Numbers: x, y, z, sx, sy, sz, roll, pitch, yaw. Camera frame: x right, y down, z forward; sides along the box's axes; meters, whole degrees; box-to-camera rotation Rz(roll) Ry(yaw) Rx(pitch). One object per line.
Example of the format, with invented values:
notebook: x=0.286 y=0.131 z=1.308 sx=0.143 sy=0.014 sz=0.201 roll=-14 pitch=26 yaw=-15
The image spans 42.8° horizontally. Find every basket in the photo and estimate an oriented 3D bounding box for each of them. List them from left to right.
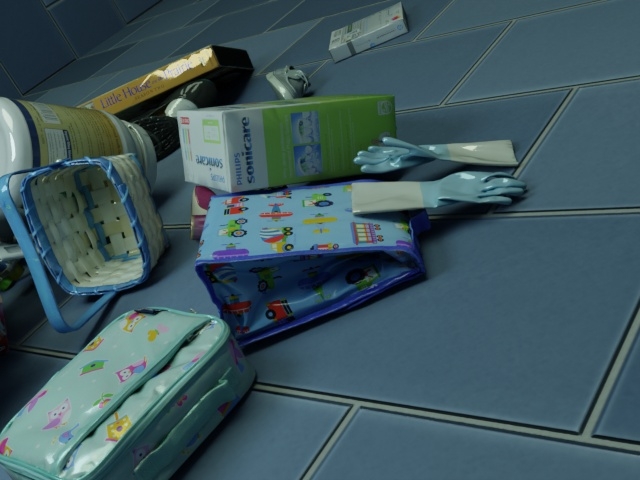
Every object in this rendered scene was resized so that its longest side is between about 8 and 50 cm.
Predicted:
basket: x=-0.384 y=-0.012 z=1.325 sx=0.201 sy=0.254 sz=0.289 roll=-13 pitch=12 yaw=17

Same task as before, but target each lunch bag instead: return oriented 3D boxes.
lunch bag: x=-0.220 y=0.191 z=0.954 sx=0.224 sy=0.107 sz=0.279 roll=0 pitch=38 yaw=44
lunch bag: x=0.000 y=0.000 z=1.089 sx=0.293 sy=0.138 sz=0.221 roll=-15 pitch=25 yaw=5

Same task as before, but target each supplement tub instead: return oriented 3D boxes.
supplement tub: x=-0.493 y=-0.143 z=1.547 sx=0.228 sy=0.228 sz=0.316 roll=-4 pitch=-2 yaw=40

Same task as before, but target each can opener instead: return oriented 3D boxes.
can opener: x=-0.467 y=-0.011 z=1.441 sx=0.074 sy=0.093 sz=0.280 roll=35 pitch=23 yaw=29

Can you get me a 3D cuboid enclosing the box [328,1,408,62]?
box: x=0.113 y=-0.494 z=1.933 sx=0.186 sy=0.038 sz=0.145 roll=-21 pitch=28 yaw=15

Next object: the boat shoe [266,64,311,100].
boat shoe: x=-0.066 y=-0.346 z=1.795 sx=0.081 sy=0.079 sz=0.227 roll=-31 pitch=23 yaw=3

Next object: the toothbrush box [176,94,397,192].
toothbrush box: x=-0.052 y=-0.157 z=1.267 sx=0.283 sy=0.122 sz=0.206 roll=-11 pitch=14 yaw=-25

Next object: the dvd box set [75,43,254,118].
dvd box set: x=-0.404 y=-0.385 z=2.090 sx=0.421 sy=0.062 sz=0.307 roll=-21 pitch=5 yaw=13

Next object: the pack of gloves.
pack of gloves: x=0.156 y=-0.105 z=1.110 sx=0.232 sy=0.046 sz=0.195 roll=-3 pitch=29 yaw=4

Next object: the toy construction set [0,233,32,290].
toy construction set: x=-0.620 y=-0.026 z=1.669 sx=0.215 sy=0.151 sz=0.327 roll=-35 pitch=15 yaw=28

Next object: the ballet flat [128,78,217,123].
ballet flat: x=-0.364 y=-0.287 z=1.974 sx=0.280 sy=0.095 sz=0.096 roll=-27 pitch=35 yaw=26

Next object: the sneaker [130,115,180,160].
sneaker: x=-0.459 y=-0.213 z=1.911 sx=0.286 sy=0.109 sz=0.130 roll=-27 pitch=20 yaw=-3

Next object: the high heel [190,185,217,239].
high heel: x=-0.160 y=-0.044 z=1.383 sx=0.117 sy=0.082 sz=0.244 roll=2 pitch=10 yaw=-9

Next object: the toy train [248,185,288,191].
toy train: x=-0.103 y=-0.092 z=1.437 sx=0.036 sy=0.027 sz=0.158 roll=-37 pitch=28 yaw=-26

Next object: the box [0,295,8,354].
box: x=-0.620 y=0.075 z=1.377 sx=0.123 sy=0.128 sz=0.257 roll=-14 pitch=47 yaw=-28
